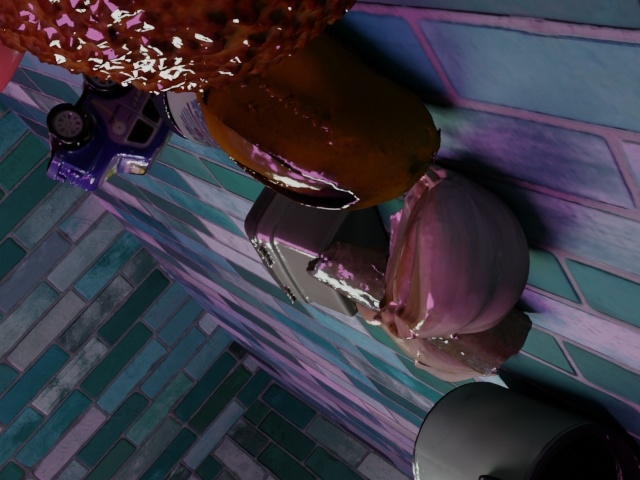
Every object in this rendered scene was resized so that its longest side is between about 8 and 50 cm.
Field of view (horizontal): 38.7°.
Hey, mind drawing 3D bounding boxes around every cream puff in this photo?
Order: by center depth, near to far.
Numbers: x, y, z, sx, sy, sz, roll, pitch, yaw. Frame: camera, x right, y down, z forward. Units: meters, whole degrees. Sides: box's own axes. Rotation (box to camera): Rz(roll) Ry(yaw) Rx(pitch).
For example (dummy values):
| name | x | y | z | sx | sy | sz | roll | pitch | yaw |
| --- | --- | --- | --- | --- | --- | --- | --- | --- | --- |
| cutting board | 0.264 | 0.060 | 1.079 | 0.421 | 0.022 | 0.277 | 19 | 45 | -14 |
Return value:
| name | x | y | z | sx | sy | sz | roll | pitch | yaw |
| --- | --- | --- | --- | --- | --- | --- | --- | --- | --- |
| cream puff | -0.133 | -0.222 | 0.627 | 0.350 | 0.229 | 0.350 | 18 | 166 | 5 |

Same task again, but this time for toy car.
| name | x | y | z | sx | sy | sz | roll | pitch | yaw |
| --- | --- | --- | --- | --- | --- | --- | --- | --- | --- |
| toy car | -0.302 | -0.171 | 1.341 | 0.158 | 0.235 | 0.172 | 31 | 169 | -11 |

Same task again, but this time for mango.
| name | x | y | z | sx | sy | sz | roll | pitch | yaw |
| --- | --- | --- | --- | --- | --- | --- | --- | --- | --- |
| mango | -0.003 | -0.120 | 0.855 | 0.248 | 0.151 | 0.156 | 26 | 120 | 26 |

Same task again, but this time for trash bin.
| name | x | y | z | sx | sy | sz | roll | pitch | yaw |
| --- | --- | --- | --- | --- | --- | --- | --- | --- | --- |
| trash bin | 0.289 | 0.331 | 1.280 | 0.277 | 0.217 | 0.262 | 8 | -179 | -26 |

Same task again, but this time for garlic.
| name | x | y | z | sx | sy | sz | roll | pitch | yaw |
| --- | --- | --- | --- | --- | --- | --- | --- | --- | --- |
| garlic | 0.140 | 0.017 | 0.917 | 0.142 | 0.178 | 0.229 | 10 | -175 | -1 |

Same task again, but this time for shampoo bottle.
| name | x | y | z | sx | sy | sz | roll | pitch | yaw |
| --- | --- | --- | --- | --- | --- | --- | --- | --- | --- |
| shampoo bottle | -0.110 | -0.165 | 1.135 | 0.359 | 0.078 | 0.134 | 21 | 152 | 56 |

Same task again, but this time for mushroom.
| name | x | y | z | sx | sy | sz | roll | pitch | yaw |
| --- | --- | --- | --- | --- | --- | --- | --- | --- | --- |
| mushroom | 0.142 | 0.119 | 1.236 | 0.247 | 0.096 | 0.108 | 39 | -163 | -33 |

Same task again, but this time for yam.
| name | x | y | z | sx | sy | sz | roll | pitch | yaw |
| --- | --- | --- | --- | --- | --- | --- | --- | --- | --- |
| yam | 0.116 | 0.063 | 1.084 | 0.259 | 0.106 | 0.106 | 32 | 167 | -7 |

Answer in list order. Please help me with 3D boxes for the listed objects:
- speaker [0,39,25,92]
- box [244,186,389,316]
| name | x | y | z | sx | sy | sz | roll | pitch | yaw |
| --- | --- | --- | --- | --- | --- | --- | --- | --- | --- |
| speaker | -0.631 | -0.375 | 1.511 | 0.294 | 0.294 | 0.294 | 39 | 166 | 11 |
| box | 0.000 | 0.000 | 1.207 | 0.129 | 0.148 | 0.210 | 23 | 159 | 27 |
